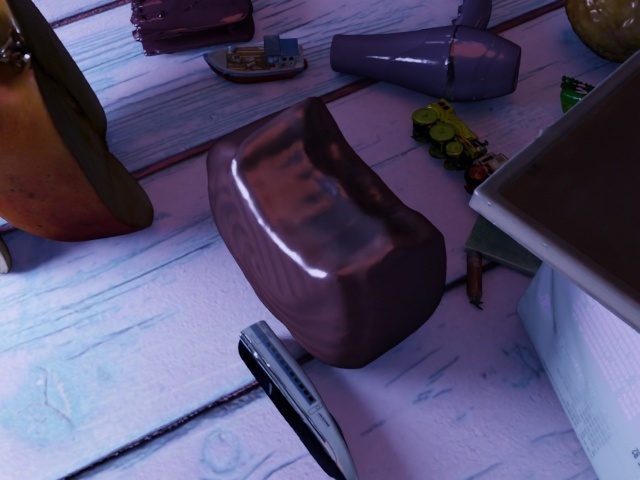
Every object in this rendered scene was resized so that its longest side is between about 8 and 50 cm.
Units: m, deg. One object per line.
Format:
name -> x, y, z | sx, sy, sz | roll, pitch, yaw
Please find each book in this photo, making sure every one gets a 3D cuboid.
book -> 0.285, -0.003, 1.072 | 0.135, 0.017, 0.103 | 22, 60, 16

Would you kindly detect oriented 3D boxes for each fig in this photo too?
fig -> 0.578, -0.348, 1.205 | 0.286, 0.286, 0.368 | -35, 94, -20

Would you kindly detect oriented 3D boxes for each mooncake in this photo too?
mooncake -> 0.000, 0.000, 0.908 | 0.174, 0.334, 0.326 | -31, 101, -16

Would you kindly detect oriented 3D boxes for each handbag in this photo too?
handbag -> -0.231, -0.417, 1.326 | 0.216, 0.074, 0.203 | -14, 57, -6

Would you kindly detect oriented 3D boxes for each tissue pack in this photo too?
tissue pack -> 0.407, 0.147, 0.787 | 0.205, 0.331, 0.405 | -13, 57, -12

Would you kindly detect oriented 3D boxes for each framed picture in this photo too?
framed picture -> 0.402, -0.065, 0.716 | 0.446, 0.028, 0.326 | -37, 64, -26

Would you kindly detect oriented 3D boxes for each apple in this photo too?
apple -> -0.364, -0.165, 0.991 | 0.329, 0.365, 0.295 | 21, 78, 10

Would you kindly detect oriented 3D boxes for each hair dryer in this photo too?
hair dryer -> 0.206, -0.372, 1.289 | 0.301, 0.121, 0.361 | 11, 48, 18

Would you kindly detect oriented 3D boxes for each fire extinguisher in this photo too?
fire extinguisher -> 0.214, 0.055, 1.034 | 0.028, 0.022, 0.083 | 21, 54, -21

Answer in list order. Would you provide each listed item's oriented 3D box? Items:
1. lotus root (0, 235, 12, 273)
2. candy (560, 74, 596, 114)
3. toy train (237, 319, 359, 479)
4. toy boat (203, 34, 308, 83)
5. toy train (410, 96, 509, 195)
lotus root -> -0.493, -0.021, 1.038 | 0.159, 0.135, 0.095 | 4, 54, 21
candy -> 0.441, -0.163, 1.142 | 0.141, 0.078, 0.203 | -4, 62, -1
toy train -> -0.015, 0.206, 0.922 | 0.048, 0.055, 0.252 | -27, 60, -26
toy boat -> -0.107, -0.303, 1.254 | 0.173, 0.058, 0.069 | -4, 57, -1
toy train -> 0.225, -0.119, 1.118 | 0.085, 0.053, 0.249 | -25, 54, -15
